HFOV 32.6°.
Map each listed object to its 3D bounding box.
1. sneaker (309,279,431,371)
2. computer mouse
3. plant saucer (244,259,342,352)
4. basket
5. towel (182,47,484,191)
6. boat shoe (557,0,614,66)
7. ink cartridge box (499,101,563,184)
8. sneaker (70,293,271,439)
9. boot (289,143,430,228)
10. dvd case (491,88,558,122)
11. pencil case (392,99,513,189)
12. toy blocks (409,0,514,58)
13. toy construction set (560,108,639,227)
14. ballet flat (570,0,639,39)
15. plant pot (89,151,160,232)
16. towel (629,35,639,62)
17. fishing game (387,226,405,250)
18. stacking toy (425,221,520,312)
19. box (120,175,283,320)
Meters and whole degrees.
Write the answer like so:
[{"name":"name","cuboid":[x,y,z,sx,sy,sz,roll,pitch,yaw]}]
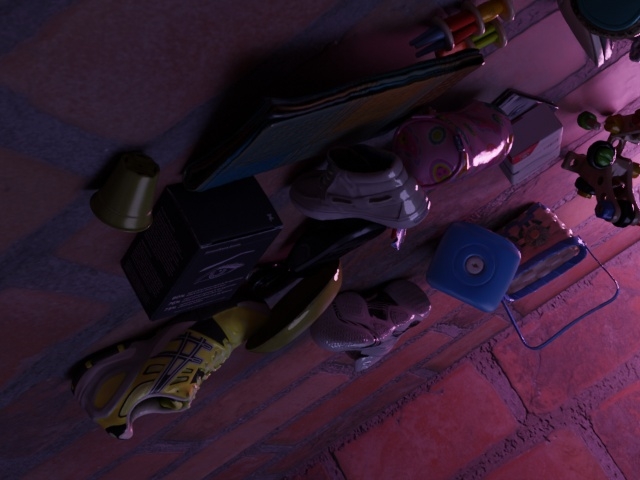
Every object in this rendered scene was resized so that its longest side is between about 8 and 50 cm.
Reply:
[{"name":"sneaker","cuboid":[0.080,0.213,2.454,0.366,0.137,0.210,-15,153,-48]},{"name":"computer mouse","cuboid":[0.000,0.000,1.924,0.272,0.072,0.188,-31,168,38]},{"name":"plant saucer","cuboid":[-0.041,0.129,2.021,0.241,0.037,0.241,-42,-171,8]},{"name":"basket","cuboid":[0.520,0.080,2.567,0.255,0.289,0.201,-36,161,10]},{"name":"towel","cuboid":[0.016,-0.165,1.487,0.370,0.040,0.271,-20,174,-35]},{"name":"boat shoe","cuboid":[0.405,-0.353,1.582,0.099,0.116,0.319,-32,155,7]},{"name":"ink cartridge box","cuboid":[0.381,-0.176,2.008,0.109,0.063,0.150,-33,162,-1]},{"name":"sneaker","cuboid":[-0.248,0.227,1.972,0.385,0.147,0.145,-28,159,-19]},{"name":"boot","cuboid":[0.037,-0.095,1.609,0.095,0.258,0.123,-56,134,-27]},{"name":"dvd case","cuboid":[0.328,-0.204,1.983,0.164,0.018,0.221,-41,159,25]},{"name":"pencil case","cuboid":[0.209,-0.153,1.698,0.124,0.124,0.284,-42,170,27]},{"name":"toy blocks","cuboid":[0.189,-0.280,1.522,0.148,0.054,0.123,-28,160,-11]},{"name":"toy construction set","cuboid":[0.657,-0.183,2.302,0.309,0.257,0.237,-11,-159,-11]},{"name":"ballet flat","cuboid":[0.463,-0.465,1.316,0.182,0.164,0.483,-39,161,-51]},{"name":"plant pot","cuboid":[-0.239,-0.067,1.377,0.083,0.083,0.079,-11,139,-46]},{"name":"towel","cuboid":[0.603,-0.419,1.694,0.235,0.121,0.283,-15,154,-28]},{"name":"fishing game","cuboid":[0.136,-0.077,1.834,0.264,0.041,0.189,-15,116,-81]},{"name":"stacking toy","cuboid":[0.339,0.055,2.476,0.302,0.175,0.166,18,98,-86]},{"name":"box","cuboid":[-0.175,0.008,1.597,0.153,0.108,0.207,-14,154,-41]}]
